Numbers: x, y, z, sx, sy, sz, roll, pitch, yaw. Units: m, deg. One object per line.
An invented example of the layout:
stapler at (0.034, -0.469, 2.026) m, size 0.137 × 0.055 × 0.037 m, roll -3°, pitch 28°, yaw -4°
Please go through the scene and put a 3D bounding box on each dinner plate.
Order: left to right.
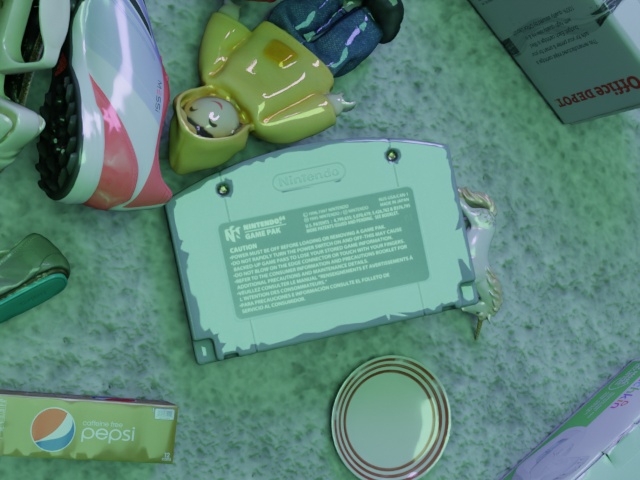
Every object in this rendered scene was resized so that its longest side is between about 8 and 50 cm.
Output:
dinner plate at (0.075, 0.194, 1.201) m, size 0.141 × 0.017 × 0.141 m, roll 1°, pitch 88°, yaw -20°

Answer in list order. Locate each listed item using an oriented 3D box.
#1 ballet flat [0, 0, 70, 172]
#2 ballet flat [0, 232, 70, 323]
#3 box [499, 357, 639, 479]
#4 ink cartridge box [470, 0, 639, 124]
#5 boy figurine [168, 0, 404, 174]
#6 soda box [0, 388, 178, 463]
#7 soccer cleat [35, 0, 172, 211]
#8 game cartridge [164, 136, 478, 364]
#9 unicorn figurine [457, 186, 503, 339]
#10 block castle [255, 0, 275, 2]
ballet flat at (-0.291, -0.149, 0.997) m, size 0.106 × 0.107 × 0.316 m, roll 21°, pitch 99°, yaw 23°
ballet flat at (-0.337, 0.064, 1.040) m, size 0.213 × 0.072 × 0.068 m, roll -33°, pitch 71°, yaw -19°
box at (0.355, 0.300, 1.239) m, size 0.262 × 0.127 × 0.231 m, roll -38°, pitch 99°, yaw -18°
ink cartridge box at (0.271, -0.273, 1.201) m, size 0.114 × 0.197 × 0.273 m, roll -43°, pitch 102°, yaw -17°
boy figurine at (-0.053, -0.176, 1.128) m, size 0.285 × 0.092 × 0.177 m, roll -40°, pitch 82°, yaw -22°
soda box at (-0.232, 0.178, 1.065) m, size 0.181 × 0.061 × 0.058 m, roll 8°, pitch 85°, yaw -20°
soccer cleat at (-0.198, -0.178, 1.061) m, size 0.116 × 0.108 × 0.318 m, roll 13°, pitch 66°, yaw -37°
game cartridge at (0.000, 0.000, 1.136) m, size 0.297 × 0.062 × 0.198 m, roll -11°, pitch 87°, yaw -7°
unicorn figurine at (0.158, 0.017, 1.218) m, size 0.111 × 0.060 × 0.162 m, roll 20°, pitch 83°, yaw -14°
block castle at (-0.014, -0.442, 0.966) m, size 0.303 × 0.453 × 0.213 m, roll 40°, pitch 41°, yaw -15°
